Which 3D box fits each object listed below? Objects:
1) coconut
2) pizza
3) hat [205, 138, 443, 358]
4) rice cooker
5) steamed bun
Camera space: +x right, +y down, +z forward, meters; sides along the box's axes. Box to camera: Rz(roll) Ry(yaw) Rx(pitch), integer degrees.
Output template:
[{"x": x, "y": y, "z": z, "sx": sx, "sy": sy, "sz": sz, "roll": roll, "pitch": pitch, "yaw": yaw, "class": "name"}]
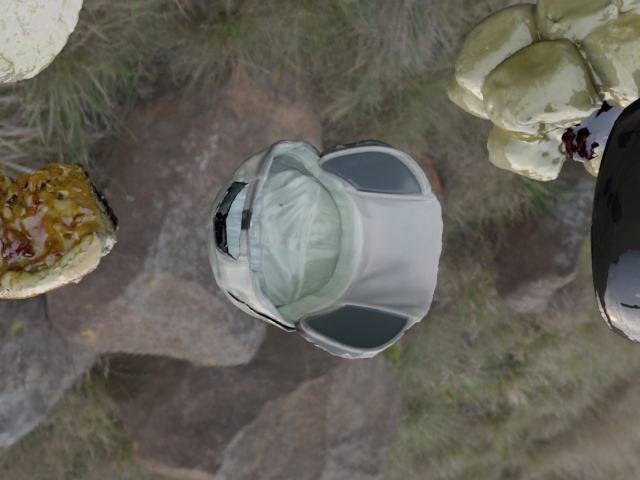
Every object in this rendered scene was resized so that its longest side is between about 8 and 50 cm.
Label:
[{"x": -0.415, "y": -0.309, "z": 0.980, "sx": 0.239, "sy": 0.244, "sz": 0.239, "roll": -48, "pitch": 155, "yaw": -32, "class": "coconut"}, {"x": -0.347, "y": -0.018, "z": 0.942, "sx": 0.305, "sy": 0.161, "sz": 0.085, "roll": 3, "pitch": 167, "yaw": 31, "class": "pizza"}, {"x": 0.009, "y": 0.001, "z": 0.969, "sx": 0.275, "sy": 0.161, "sz": 0.232, "roll": 7, "pitch": 94, "yaw": -13, "class": "hat"}, {"x": 0.252, "y": -0.023, "z": 0.576, "sx": 0.142, "sy": 0.118, "sz": 0.203, "roll": 45, "pitch": 64, "yaw": -41, "class": "rice cooker"}, {"x": 0.201, "y": -0.114, "z": 0.701, "sx": 0.192, "sy": 0.106, "sz": 0.177, "roll": -8, "pitch": 147, "yaw": 14, "class": "steamed bun"}]
